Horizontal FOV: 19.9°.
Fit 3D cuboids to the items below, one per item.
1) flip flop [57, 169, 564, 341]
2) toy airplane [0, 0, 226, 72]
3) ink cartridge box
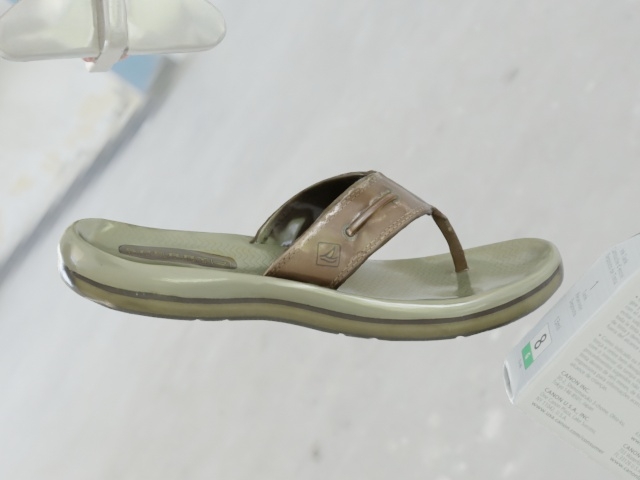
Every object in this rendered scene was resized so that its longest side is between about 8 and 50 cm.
[{"bbox_3d":[0.000,0.000,0.977,0.112,0.277,0.080,-127,43,-75],"label":"flip flop"},{"bbox_3d":[-0.194,-0.328,1.535,0.384,0.386,0.272,-48,23,2],"label":"toy airplane"},{"bbox_3d":[0.233,0.044,0.934,0.225,0.181,0.056,-49,18,18],"label":"ink cartridge box"}]
